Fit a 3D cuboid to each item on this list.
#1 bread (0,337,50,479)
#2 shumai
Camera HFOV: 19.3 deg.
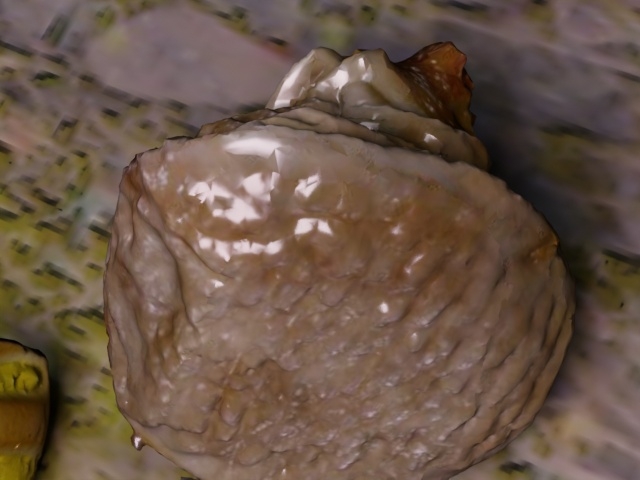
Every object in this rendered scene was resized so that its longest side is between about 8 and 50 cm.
[{"bbox_3d":[-0.160,0.090,0.593,0.157,0.083,0.094,-11,78,17],"label":"bread"},{"bbox_3d":[0.004,0.001,0.543,0.145,0.145,0.116,-21,39,14],"label":"shumai"}]
